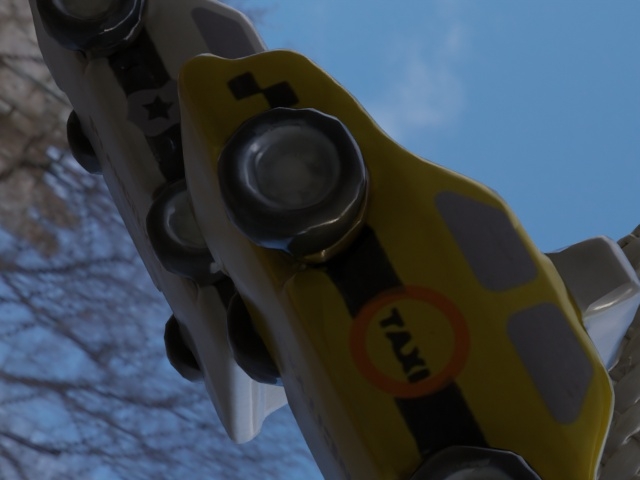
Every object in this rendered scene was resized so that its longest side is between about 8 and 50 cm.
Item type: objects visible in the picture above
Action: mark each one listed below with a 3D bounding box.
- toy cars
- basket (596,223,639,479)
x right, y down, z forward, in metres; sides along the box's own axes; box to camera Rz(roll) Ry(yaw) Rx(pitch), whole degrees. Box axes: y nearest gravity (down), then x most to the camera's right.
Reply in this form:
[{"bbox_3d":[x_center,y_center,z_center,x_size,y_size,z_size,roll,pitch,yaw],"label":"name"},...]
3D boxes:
[{"bbox_3d":[0.000,0.000,0.533,0.087,0.176,0.394,-23,-154,-12],"label":"toy cars"},{"bbox_3d":[0.117,0.086,0.711,0.113,0.103,0.167,39,-122,18],"label":"basket"}]
